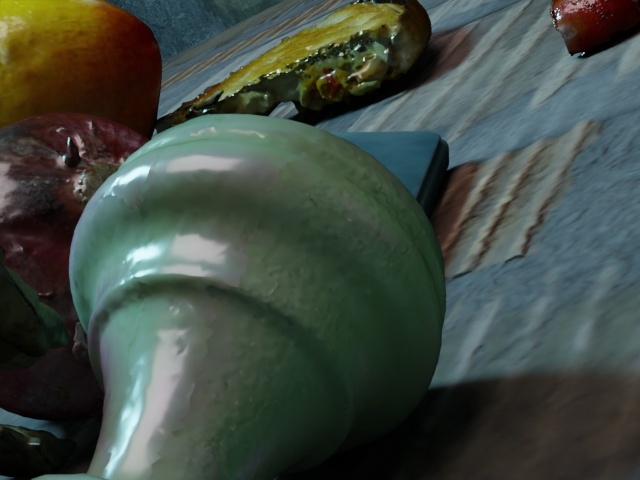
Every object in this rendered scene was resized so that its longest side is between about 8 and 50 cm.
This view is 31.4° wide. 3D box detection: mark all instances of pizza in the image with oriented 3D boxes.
[{"bbox_3d":[-0.002,-0.159,1.089,0.287,0.074,0.251,-34,16,-16],"label":"pizza"}]

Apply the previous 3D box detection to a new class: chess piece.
[{"bbox_3d":[-0.052,0.087,0.338,0.139,0.139,0.272,-19,30,32],"label":"chess piece"}]

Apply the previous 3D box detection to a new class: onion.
[{"bbox_3d":[-0.141,0.027,0.605,0.195,0.159,0.159,-42,2,45],"label":"onion"}]

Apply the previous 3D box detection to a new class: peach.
[{"bbox_3d":[-0.310,-0.124,1.167,0.308,0.289,0.289,10,35,28],"label":"peach"},{"bbox_3d":[0.198,-0.168,0.814,0.083,0.050,0.077,-34,14,-5],"label":"peach"}]

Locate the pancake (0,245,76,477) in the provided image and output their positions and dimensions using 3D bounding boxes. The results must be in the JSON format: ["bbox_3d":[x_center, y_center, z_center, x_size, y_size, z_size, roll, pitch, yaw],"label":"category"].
[{"bbox_3d":[-0.215,0.051,0.480,0.288,0.286,0.033,-17,53,35],"label":"pancake"}]

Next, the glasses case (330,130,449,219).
[{"bbox_3d":[0.000,0.000,0.606,0.105,0.056,0.266,-24,16,22],"label":"glasses case"}]
